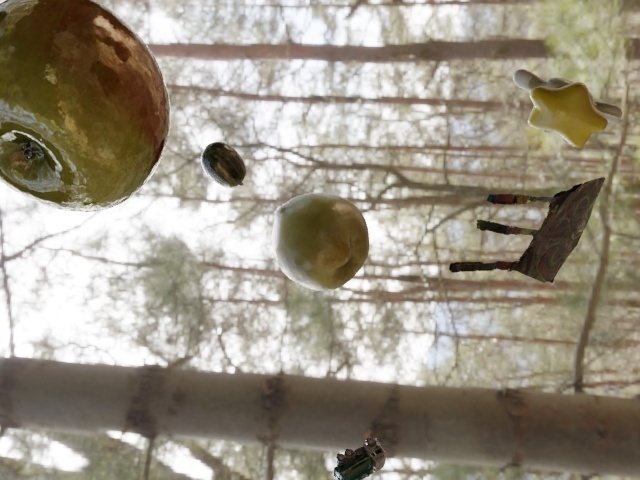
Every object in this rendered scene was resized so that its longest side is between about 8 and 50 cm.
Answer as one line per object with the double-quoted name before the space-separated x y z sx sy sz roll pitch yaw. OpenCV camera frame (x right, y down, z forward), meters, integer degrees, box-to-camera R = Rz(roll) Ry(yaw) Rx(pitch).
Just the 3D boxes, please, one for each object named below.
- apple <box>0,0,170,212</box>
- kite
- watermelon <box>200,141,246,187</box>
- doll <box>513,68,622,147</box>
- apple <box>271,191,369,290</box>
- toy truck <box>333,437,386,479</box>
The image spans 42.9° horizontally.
"apple" -0.298 -0.159 0.946 0.194 0.261 0.261 -66 -20 -44
"kite" 0.248 -0.007 0.944 0.285 0.015 0.152 -1 -61 -48
"watermelon" -0.198 -0.154 1.678 0.110 0.078 0.078 49 -148 -24
"doll" 0.297 -0.175 1.001 0.113 0.135 0.071 -25 -36 -48
"apple" 0.000 0.000 1.535 0.200 0.200 0.200 5 -90 -81
"toy truck" 0.056 0.317 1.153 0.044 0.083 0.039 43 143 39
